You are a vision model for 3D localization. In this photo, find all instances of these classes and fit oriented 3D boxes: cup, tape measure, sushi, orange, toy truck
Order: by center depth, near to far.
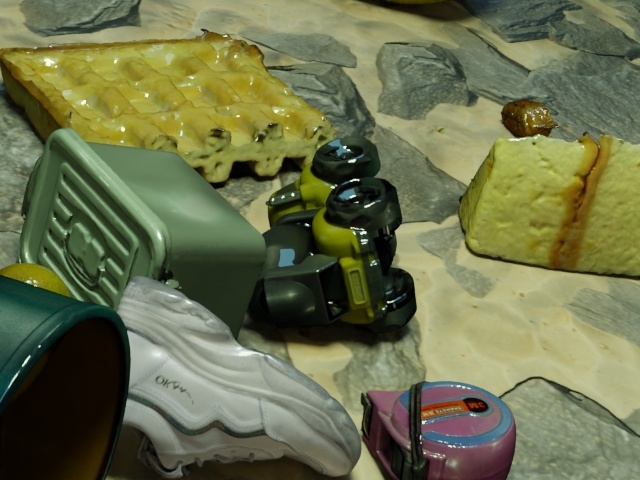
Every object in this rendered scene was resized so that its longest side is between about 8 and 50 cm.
[{"bbox_3d":[-0.323,0.143,0.835,0.292,0.308,0.242,19,-2,12],"label":"cup"},{"bbox_3d":[0.106,0.170,1.066,0.118,0.074,0.125,-4,29,-17],"label":"tape measure"},{"bbox_3d":[-0.263,0.060,1.100,0.085,0.085,0.095,10,20,-5],"label":"orange"},{"bbox_3d":[0.000,0.000,1.262,0.165,0.147,0.224,-13,30,0],"label":"toy truck"},{"bbox_3d":[0.296,-0.172,1.724,0.060,0.062,0.118,-10,34,-14],"label":"sushi"}]

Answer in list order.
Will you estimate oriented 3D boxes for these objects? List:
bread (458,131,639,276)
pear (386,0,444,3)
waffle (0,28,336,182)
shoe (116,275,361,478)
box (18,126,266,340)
[{"bbox_3d":[0.295,-0.069,1.437,0.240,0.178,0.135,6,32,-8],"label":"bread"},{"bbox_3d":[0.139,-0.507,2.098,0.340,0.191,0.386,-5,34,-34],"label":"pear"},{"bbox_3d":[-0.189,-0.166,1.514,0.348,0.078,0.304,-9,36,-32],"label":"waffle"},{"bbox_3d":[-0.084,0.145,1.009,0.245,0.138,0.095,36,-6,-14],"label":"shoe"},{"bbox_3d":[-0.168,0.007,1.162,0.135,0.163,0.243,-3,32,-41],"label":"box"}]
